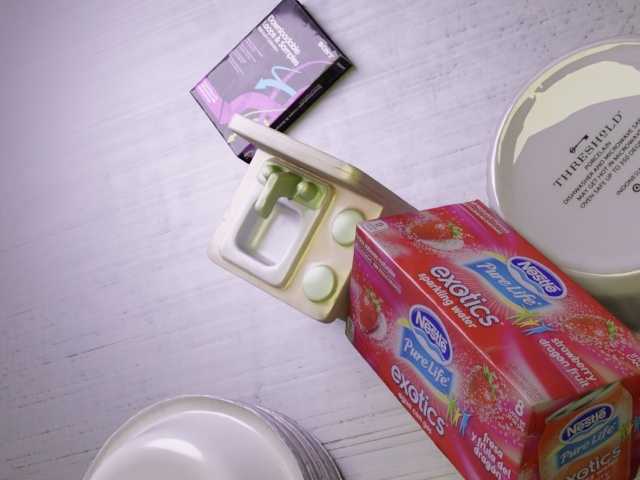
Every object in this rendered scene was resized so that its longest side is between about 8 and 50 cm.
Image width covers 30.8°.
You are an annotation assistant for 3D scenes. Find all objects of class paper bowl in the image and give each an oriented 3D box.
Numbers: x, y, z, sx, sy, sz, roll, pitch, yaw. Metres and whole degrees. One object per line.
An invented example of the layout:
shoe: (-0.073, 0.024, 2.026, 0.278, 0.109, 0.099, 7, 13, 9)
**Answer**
paper bowl: (-0.122, 0.289, 1.111, 0.284, 0.148, 0.284, -8, 72, 26)

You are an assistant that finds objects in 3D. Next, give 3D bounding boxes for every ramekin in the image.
ramekin: (0.270, -0.053, 1.011, 0.273, 0.127, 0.272, -8, 71, 26)

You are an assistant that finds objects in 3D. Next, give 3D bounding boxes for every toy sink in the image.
toy sink: (0.000, 0.000, 1.080, 0.153, 0.234, 0.131, 26, 88, 31)

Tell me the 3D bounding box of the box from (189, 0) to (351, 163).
box: (-0.058, -0.180, 1.288, 0.162, 0.029, 0.116, -43, 60, 9)

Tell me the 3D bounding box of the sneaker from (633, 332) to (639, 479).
sneaker: (0.350, 0.110, 0.914, 0.236, 0.130, 0.322, 39, 101, 28)

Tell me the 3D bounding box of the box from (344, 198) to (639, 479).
box: (0.135, 0.085, 0.928, 0.257, 0.128, 0.122, 48, 142, 47)
